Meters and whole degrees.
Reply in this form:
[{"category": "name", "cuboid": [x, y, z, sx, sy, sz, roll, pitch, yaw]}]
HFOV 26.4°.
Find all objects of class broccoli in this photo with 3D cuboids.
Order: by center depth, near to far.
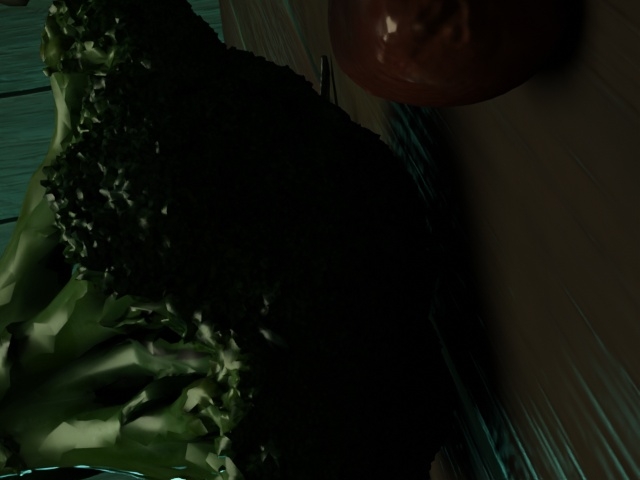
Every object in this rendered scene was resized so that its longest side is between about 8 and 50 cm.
[{"category": "broccoli", "cuboid": [-0.080, 0.029, 0.594, 0.254, 0.269, 0.269, 45, -146, -75]}]

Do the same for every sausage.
[{"category": "sausage", "cuboid": [0.030, -0.064, 0.362, 0.094, 0.054, 0.059, -131, 33, -81]}]

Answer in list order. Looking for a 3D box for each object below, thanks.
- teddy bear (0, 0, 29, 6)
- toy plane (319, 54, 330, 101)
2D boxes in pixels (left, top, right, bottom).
[{"category": "teddy bear", "cuboid": [-0.130, -0.173, 0.256, 0.327, 0.362, 0.375, 88, 170, -53]}, {"category": "toy plane", "cuboid": [-0.003, -0.001, 0.882, 0.226, 0.058, 0.226, 93, -177, -68]}]
